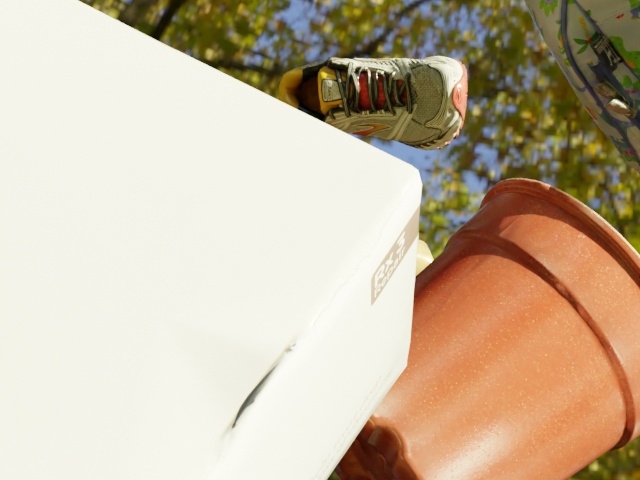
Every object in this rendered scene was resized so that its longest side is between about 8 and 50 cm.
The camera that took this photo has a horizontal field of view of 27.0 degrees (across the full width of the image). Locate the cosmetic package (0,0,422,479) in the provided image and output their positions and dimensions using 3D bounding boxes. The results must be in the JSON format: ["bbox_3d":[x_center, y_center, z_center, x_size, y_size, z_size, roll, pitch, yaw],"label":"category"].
[{"bbox_3d":[-0.174,0.004,0.535,0.385,0.217,0.156,30,-29,17],"label":"cosmetic package"}]

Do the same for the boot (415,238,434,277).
[{"bbox_3d":[0.000,0.000,1.326,0.269,0.089,0.236,13,-3,-25],"label":"boot"}]

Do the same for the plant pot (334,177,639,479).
[{"bbox_3d":[0.142,0.129,1.189,0.272,0.265,0.272,45,-22,24],"label":"plant pot"}]

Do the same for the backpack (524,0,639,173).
[{"bbox_3d":[0.337,-0.231,1.353,0.355,0.290,0.273,30,-66,-23],"label":"backpack"}]

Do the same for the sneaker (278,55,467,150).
[{"bbox_3d":[0.048,-0.130,1.252,0.093,0.088,0.225,2,1,-41],"label":"sneaker"}]
